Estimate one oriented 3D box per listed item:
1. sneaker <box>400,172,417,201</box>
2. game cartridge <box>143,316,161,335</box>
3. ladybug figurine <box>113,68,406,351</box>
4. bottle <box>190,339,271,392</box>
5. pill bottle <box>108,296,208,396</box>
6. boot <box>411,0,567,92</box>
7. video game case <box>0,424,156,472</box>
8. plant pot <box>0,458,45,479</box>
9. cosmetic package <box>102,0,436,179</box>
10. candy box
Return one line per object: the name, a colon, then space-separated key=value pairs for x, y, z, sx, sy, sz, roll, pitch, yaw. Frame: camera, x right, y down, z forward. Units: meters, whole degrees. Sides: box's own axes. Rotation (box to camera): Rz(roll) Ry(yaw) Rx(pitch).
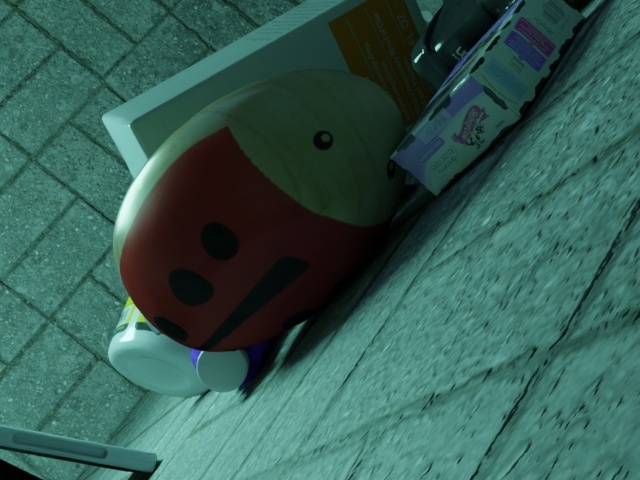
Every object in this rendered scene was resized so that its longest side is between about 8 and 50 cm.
sneaker: x=0.002 y=-0.107 z=1.495 sx=0.153 sy=0.235 sz=0.094 roll=-97 pitch=-3 yaw=-51
game cartridge: x=-0.097 y=0.016 z=1.730 sx=0.355 sy=0.068 sz=0.230 roll=-35 pitch=-5 yaw=-23
ladybug figurine: x=-0.071 y=-0.007 z=1.340 sx=0.449 sy=0.305 sz=0.161 roll=-48 pitch=40 yaw=37
bottle: x=-0.122 y=0.142 z=1.593 sx=0.118 sy=0.092 sz=0.283 roll=-48 pitch=5 yaw=6
pill bottle: x=-0.229 y=0.089 z=2.002 sx=0.188 sy=0.188 sz=0.333 roll=-44 pitch=24 yaw=55
boot: x=0.311 y=-0.406 z=1.377 sx=0.445 sy=0.146 sz=0.367 roll=-50 pitch=11 yaw=46
video game case: x=-0.438 y=0.343 z=1.903 sx=0.329 sy=0.300 sz=0.036 roll=142 pitch=139 yaw=-71
plant pot: x=-0.532 y=0.450 z=1.769 sx=0.167 sy=0.188 sz=0.188 roll=-63 pitch=2 yaw=11
cosmetic package: x=-0.049 y=-0.185 z=1.639 sx=0.453 sy=0.230 sz=0.161 roll=-33 pitch=21 yaw=-16
candy box: x=0.178 y=-0.164 z=1.227 sx=0.196 sy=0.070 sz=0.165 roll=-54 pitch=5 yaw=-39
